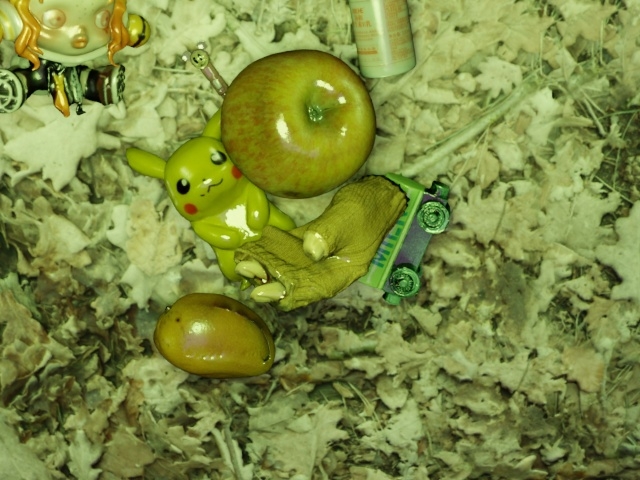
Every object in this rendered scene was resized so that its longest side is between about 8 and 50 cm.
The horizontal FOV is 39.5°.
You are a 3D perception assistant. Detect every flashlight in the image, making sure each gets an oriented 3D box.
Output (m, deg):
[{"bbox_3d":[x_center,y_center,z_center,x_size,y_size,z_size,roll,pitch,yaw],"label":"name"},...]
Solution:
[{"bbox_3d":[-0.197,-0.300,1.591,0.052,0.031,0.110,-33,108,11],"label":"flashlight"}]

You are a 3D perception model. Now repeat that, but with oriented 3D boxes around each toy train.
[{"bbox_3d":[0.144,-0.007,1.679,0.157,0.105,0.253,23,108,5],"label":"toy train"}]

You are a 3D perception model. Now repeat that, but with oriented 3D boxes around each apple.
[{"bbox_3d":[-0.032,-0.198,1.498,0.264,0.264,0.264,0,111,-1],"label":"apple"}]

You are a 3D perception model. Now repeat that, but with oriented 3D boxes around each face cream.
[{"bbox_3d":[0.097,-0.410,1.517,0.101,0.101,0.252,-10,111,3],"label":"face cream"}]

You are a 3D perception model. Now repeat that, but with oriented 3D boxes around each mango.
[{"bbox_3d":[-0.199,0.191,1.727,0.236,0.136,0.166,27,105,-16],"label":"mango"}]

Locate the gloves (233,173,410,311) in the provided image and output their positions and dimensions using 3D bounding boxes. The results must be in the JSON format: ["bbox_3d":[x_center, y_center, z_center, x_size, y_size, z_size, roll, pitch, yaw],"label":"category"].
[{"bbox_3d":[0.013,0.010,1.504,0.356,0.203,0.155,-31,95,-35],"label":"gloves"}]

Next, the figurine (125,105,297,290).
[{"bbox_3d":[-0.168,-0.083,1.607,0.218,0.169,0.327,-37,111,-4],"label":"figurine"}]

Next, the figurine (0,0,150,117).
[{"bbox_3d":[-0.436,-0.377,1.472,0.320,0.196,0.323,-12,129,-43],"label":"figurine"}]
